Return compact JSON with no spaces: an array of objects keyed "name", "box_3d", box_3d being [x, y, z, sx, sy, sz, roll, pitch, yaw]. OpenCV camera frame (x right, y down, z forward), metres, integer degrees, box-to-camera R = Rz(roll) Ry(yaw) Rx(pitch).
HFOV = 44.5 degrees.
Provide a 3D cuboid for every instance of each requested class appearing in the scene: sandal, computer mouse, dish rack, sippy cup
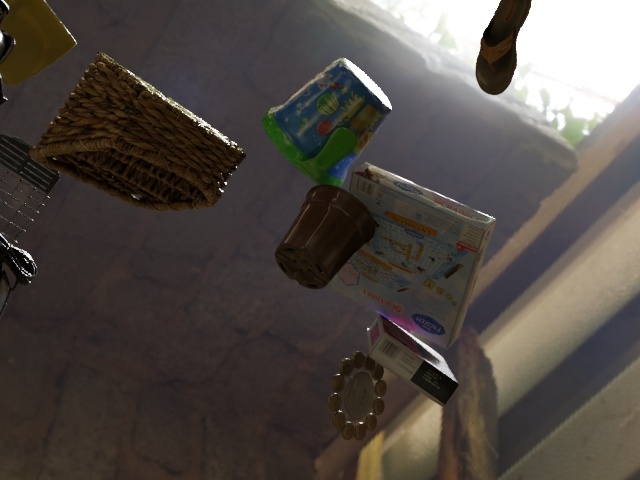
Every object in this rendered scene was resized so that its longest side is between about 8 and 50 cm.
[{"name":"sandal","box_3d":[0.294,-0.331,1.284,0.072,0.049,0.180,27,-69,33]},{"name":"computer mouse","box_3d":[-0.588,0.100,1.302,0.072,0.188,0.272,7,-124,34]},{"name":"dish rack","box_3d":[-0.749,-0.105,1.854,0.074,0.208,0.271,18,-107,51]},{"name":"sippy cup","box_3d":[0.029,-0.270,1.732,0.224,0.240,0.305,-44,-122,19]}]

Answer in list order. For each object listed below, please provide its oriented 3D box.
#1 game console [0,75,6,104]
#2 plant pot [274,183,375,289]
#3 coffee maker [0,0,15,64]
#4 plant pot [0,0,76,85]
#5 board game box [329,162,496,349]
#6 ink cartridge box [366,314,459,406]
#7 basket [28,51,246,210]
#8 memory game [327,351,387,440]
[{"name":"game console","box_3d":[-0.748,-0.351,1.720,0.107,0.071,0.122,-38,-114,0]},{"name":"plant pot","box_3d":[0.000,0.000,1.595,0.165,0.167,0.167,-52,-167,-33]},{"name":"coffee maker","box_3d":[-0.540,-0.325,1.083,0.178,0.171,0.120,87,17,-70]},{"name":"plant pot","box_3d":[-0.762,-0.497,1.874,0.212,0.212,0.187,23,-110,28]},{"name":"board game box","box_3d":[0.188,0.034,1.704,0.066,0.319,0.317,-34,144,-48]},{"name":"ink cartridge box","box_3d":[0.185,0.242,1.661,0.069,0.176,0.371,-56,179,1]},{"name":"basket","box_3d":[-0.303,-0.143,1.375,0.213,0.299,0.223,37,-87,35]},{"name":"memory game","box_3d":[0.077,0.320,1.611,0.012,0.186,0.186,0,-117,42]}]
